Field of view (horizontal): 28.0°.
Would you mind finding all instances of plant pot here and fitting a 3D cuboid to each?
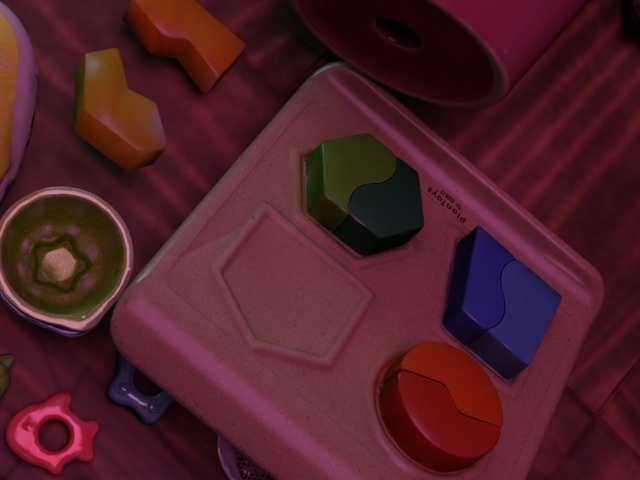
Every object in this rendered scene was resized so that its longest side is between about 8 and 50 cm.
[{"bbox_3d":[0.079,-0.176,0.665,0.201,0.201,0.180,31,75,-8],"label":"plant pot"}]

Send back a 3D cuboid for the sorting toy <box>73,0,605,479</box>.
[{"bbox_3d":[0.000,0.000,0.643,0.307,0.041,0.229,40,49,-4],"label":"sorting toy"}]

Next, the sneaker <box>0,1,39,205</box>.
[{"bbox_3d":[-0.275,0.006,0.530,0.384,0.147,0.145,-39,88,-23],"label":"sneaker"}]

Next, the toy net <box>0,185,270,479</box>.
[{"bbox_3d":[-0.070,0.076,0.630,0.232,0.045,0.122,31,68,-8],"label":"toy net"}]

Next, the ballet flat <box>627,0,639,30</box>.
[{"bbox_3d":[0.194,-0.215,0.779,0.074,0.074,0.203,-8,81,-19],"label":"ballet flat"}]
